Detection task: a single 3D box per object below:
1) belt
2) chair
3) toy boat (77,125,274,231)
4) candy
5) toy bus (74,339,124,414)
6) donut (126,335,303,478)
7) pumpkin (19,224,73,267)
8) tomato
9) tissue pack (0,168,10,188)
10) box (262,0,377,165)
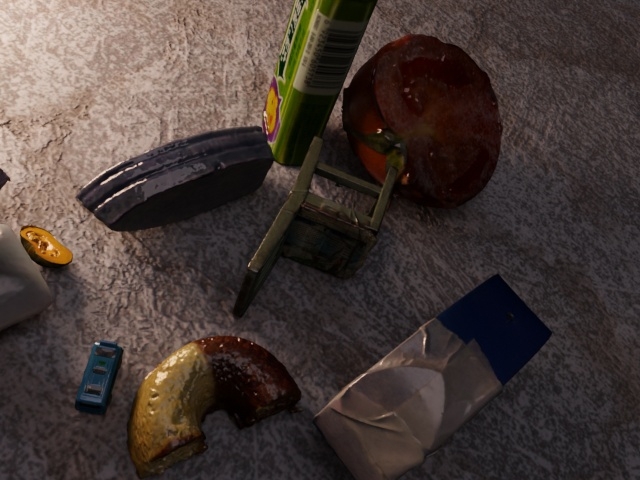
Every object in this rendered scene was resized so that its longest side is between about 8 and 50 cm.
[{"bbox_3d":[0.153,0.170,0.777,0.347,0.212,0.117,-27,72,-36],"label":"belt"},{"bbox_3d":[0.000,0.000,0.880,0.147,0.136,0.270,23,52,-2],"label":"chair"},{"bbox_3d":[-0.197,-0.088,0.876,0.283,0.127,0.078,-24,75,-32],"label":"toy boat"},{"bbox_3d":[-0.429,0.061,0.730,0.174,0.071,0.138,-28,68,-30],"label":"candy"},{"bbox_3d":[-0.265,0.162,0.738,0.038,0.046,0.083,14,56,-10],"label":"toy bus"},{"bbox_3d":[-0.135,0.184,0.745,0.217,0.085,0.141,-23,68,-28],"label":"donut"},{"bbox_3d":[-0.364,0.013,0.808,0.083,0.028,0.050,46,24,22],"label":"pumpkin"},{"bbox_3d":[0.155,-0.196,1.046,0.309,0.170,0.309,1,88,-39],"label":"tomato"},{"bbox_3d":[-0.537,-0.001,0.655,0.242,0.125,0.343,6,51,22],"label":"tissue pack"},{"bbox_3d":[-0.008,-0.268,0.922,0.097,0.345,0.134,0,58,-18],"label":"box"}]
